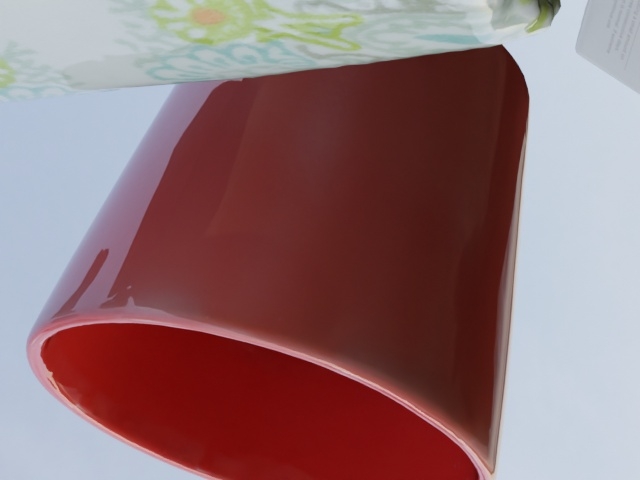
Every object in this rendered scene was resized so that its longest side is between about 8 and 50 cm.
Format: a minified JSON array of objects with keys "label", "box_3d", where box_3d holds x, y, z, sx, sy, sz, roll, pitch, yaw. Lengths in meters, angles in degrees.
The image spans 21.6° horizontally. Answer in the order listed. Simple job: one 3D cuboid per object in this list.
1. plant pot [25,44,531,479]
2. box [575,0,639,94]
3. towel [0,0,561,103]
[{"label":"plant pot","box_3d":[0.000,0.000,0.956,0.275,0.275,0.243,41,-122,-41]},{"label":"box","box_3d":[0.396,-0.155,1.213,0.345,0.168,0.215,37,-124,22]},{"label":"towel","box_3d":[-0.111,-0.165,0.623,0.374,0.320,0.090,49,-134,-57]}]
